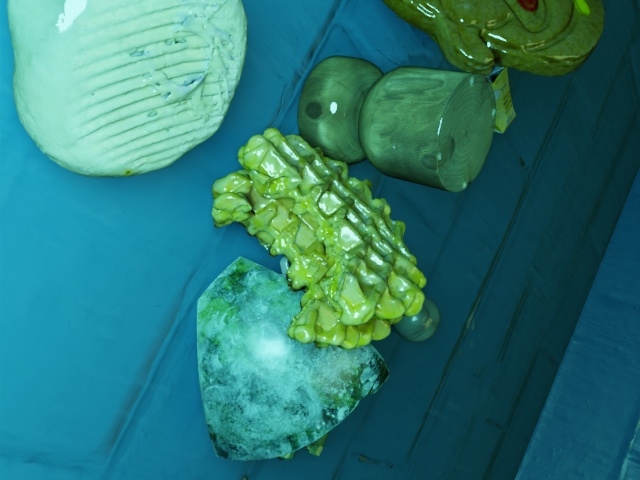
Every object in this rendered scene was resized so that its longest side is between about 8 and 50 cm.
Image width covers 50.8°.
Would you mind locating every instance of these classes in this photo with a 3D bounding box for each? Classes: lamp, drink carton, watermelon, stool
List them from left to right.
[{"bbox_3d":[-0.073,0.211,1.060,0.320,0.214,0.289,27,85,-9],"label":"watermelon"},{"bbox_3d":[0.118,-0.188,1.062,0.179,0.264,0.179,-25,124,-44],"label":"stool"},{"bbox_3d":[0.207,0.170,1.471,0.105,0.105,0.105,-25,124,-45],"label":"lamp"},{"bbox_3d":[0.398,-0.302,1.537,0.084,0.075,0.200,-53,139,-23],"label":"drink carton"}]

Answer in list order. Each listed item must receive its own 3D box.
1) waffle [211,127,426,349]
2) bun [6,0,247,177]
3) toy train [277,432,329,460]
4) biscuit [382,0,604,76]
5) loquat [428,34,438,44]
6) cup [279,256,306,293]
[{"bbox_3d":[0.000,0.000,0.962,0.151,0.324,0.261,-42,161,29],"label":"waffle"},{"bbox_3d":[-0.206,-0.201,0.728,0.273,0.168,0.272,-30,137,-32],"label":"bun"},{"bbox_3d":[0.011,0.261,1.235,0.189,0.126,0.307,34,77,-53],"label":"toy train"},{"bbox_3d":[0.266,-0.401,1.069,0.070,0.395,0.350,114,-7,-56],"label":"biscuit"},{"bbox_3d":[0.260,-0.431,1.234,0.205,0.149,0.172,-14,160,-26],"label":"loquat"},{"bbox_3d":[-0.035,0.075,1.155,0.116,0.074,0.104,-11,85,-54],"label":"cup"}]
